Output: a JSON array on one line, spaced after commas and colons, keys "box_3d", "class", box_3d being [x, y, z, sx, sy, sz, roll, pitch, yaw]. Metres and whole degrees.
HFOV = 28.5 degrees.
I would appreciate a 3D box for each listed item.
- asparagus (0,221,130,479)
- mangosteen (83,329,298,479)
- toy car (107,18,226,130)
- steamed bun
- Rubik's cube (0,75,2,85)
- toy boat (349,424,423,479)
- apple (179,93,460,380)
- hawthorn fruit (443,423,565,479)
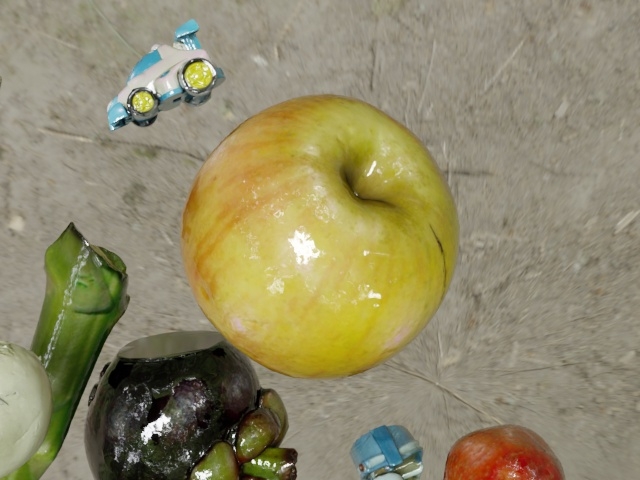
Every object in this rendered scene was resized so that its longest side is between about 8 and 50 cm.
[{"box_3d": [-0.262, 0.129, 1.244, 0.082, 0.085, 0.343, 29, 117, 14], "class": "asparagus"}, {"box_3d": [-0.166, 0.240, 1.652, 0.288, 0.287, 0.233, -3, 91, 5], "class": "mangosteen"}, {"box_3d": [-0.209, -0.208, 1.616, 0.162, 0.126, 0.098, -22, 90, -7], "class": "toy car"}, {"box_3d": [-0.277, 0.142, 1.013, 0.130, 0.091, 0.112, -5, 108, -30], "class": "steamed bun"}, {"box_3d": [-0.705, -0.179, 1.928, 0.290, 0.291, 0.291, 30, 109, 43], "class": "Rubik's cube"}, {"box_3d": [0.096, 0.299, 1.603, 0.088, 0.215, 0.102, -22, 67, -5], "class": "toy boat"}, {"box_3d": [0.000, 0.000, 1.233, 0.286, 0.286, 0.233, 49, 132, 8], "class": "apple"}, {"box_3d": [0.195, 0.256, 1.319, 0.133, 0.138, 0.132, -1, 94, -12], "class": "hawthorn fruit"}]
